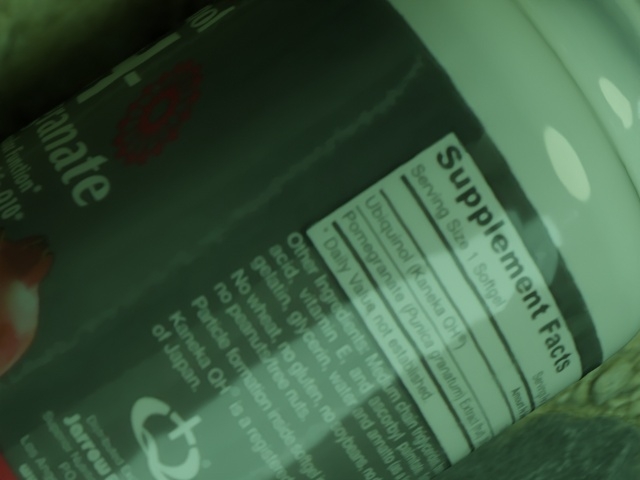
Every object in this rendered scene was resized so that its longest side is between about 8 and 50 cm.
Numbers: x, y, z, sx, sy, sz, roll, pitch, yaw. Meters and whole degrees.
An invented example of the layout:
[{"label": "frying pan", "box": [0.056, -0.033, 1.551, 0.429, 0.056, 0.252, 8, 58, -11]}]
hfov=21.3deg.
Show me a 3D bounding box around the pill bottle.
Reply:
[{"label": "pill bottle", "box": [0.000, 0.000, 0.579, 0.318, 0.176, 0.176, -34, 143, -3]}]
